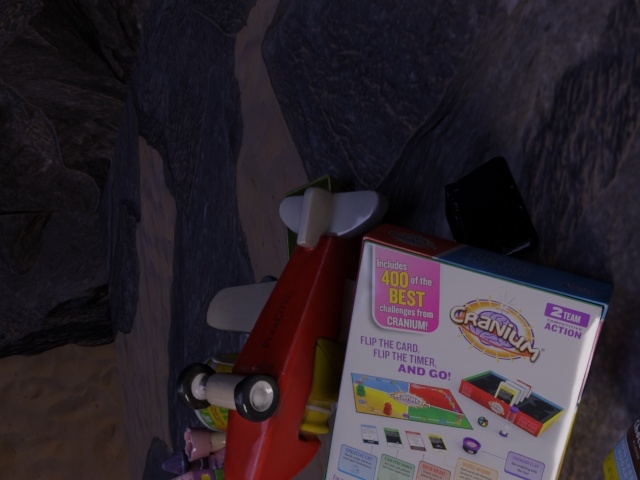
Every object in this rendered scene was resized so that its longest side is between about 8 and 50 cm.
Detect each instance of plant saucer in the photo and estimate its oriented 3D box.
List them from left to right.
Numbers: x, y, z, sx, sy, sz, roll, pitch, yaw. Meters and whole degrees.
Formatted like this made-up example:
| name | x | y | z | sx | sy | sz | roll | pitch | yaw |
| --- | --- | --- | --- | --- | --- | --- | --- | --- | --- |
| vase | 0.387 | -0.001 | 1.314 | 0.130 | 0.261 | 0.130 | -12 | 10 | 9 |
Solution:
| name | x | y | z | sx | sy | sz | roll | pitch | yaw |
| --- | --- | --- | --- | --- | --- | --- | --- | --- | --- |
| plant saucer | 0.000 | 0.000 | 1.308 | 0.188 | 0.045 | 0.189 | 164 | 104 | -64 |

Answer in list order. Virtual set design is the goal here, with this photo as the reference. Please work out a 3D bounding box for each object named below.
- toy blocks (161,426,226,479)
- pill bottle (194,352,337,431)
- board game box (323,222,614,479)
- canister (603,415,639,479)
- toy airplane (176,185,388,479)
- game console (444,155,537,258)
| name | x | y | z | sx | sy | sz | roll | pitch | yaw |
| --- | --- | --- | --- | --- | --- | --- | --- | --- | --- |
| toy blocks | -0.199 | 0.469 | 1.498 | 0.309 | 0.259 | 0.289 | 119 | 143 | -47 |
| pill bottle | -0.091 | 0.254 | 1.345 | 0.245 | 0.136 | 0.137 | -11 | 80 | 42 |
| board game box | 0.140 | 0.165 | 0.824 | 0.242 | 0.064 | 0.317 | 17 | 111 | 21 |
| canister | 0.295 | 0.169 | 0.618 | 0.126 | 0.073 | 0.170 | -89 | 14 | -50 |
| toy airplane | 0.009 | 0.119 | 1.095 | 0.384 | 0.272 | 0.386 | -38 | 35 | 12 |
| game console | 0.194 | -0.015 | 0.927 | 0.107 | 0.071 | 0.122 | 72 | -177 | -61 |
